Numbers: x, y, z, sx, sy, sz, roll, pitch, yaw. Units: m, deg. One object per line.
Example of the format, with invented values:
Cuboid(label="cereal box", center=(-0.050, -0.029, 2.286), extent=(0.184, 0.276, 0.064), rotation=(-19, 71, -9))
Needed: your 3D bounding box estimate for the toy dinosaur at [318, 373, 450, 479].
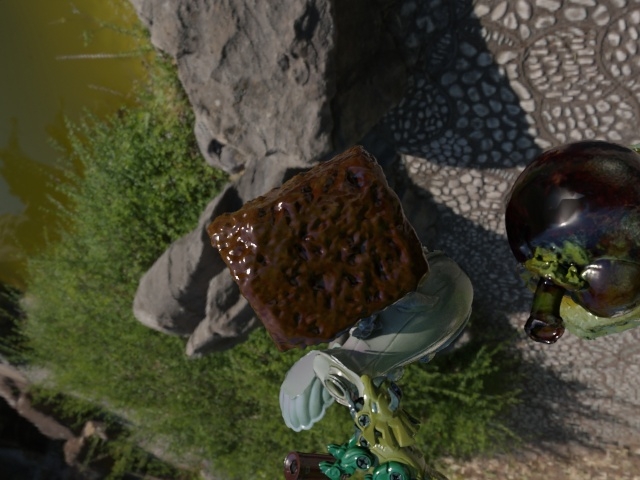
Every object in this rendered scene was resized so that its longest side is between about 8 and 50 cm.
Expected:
Cuboid(label="toy dinosaur", center=(0.111, 0.323, 0.848), extent=(0.153, 0.094, 0.259), rotation=(-44, 84, 15))

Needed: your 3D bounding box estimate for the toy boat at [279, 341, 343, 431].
Cuboid(label="toy boat", center=(-0.031, 0.425, 1.765), extent=(0.100, 0.290, 0.199), rotation=(42, 177, -35))

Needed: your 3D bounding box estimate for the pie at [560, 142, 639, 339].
Cuboid(label="pie", center=(0.646, -0.002, 1.227), extent=(0.180, 0.418, 0.395), rotation=(34, 140, -27))

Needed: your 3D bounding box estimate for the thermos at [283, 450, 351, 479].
Cuboid(label="thermos", center=(0.009, 0.718, 1.857), extent=(0.232, 0.099, 0.124), rotation=(17, 162, -28))

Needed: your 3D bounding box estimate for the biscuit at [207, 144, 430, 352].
Cuboid(label="biscuit", center=(0.010, 0.024, 1.255), extent=(0.343, 0.395, 0.166), rotation=(61, 173, -17))

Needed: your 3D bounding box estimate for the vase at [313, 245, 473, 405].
Cuboid(label="vase", center=(0.185, 0.224, 1.479), extent=(0.250, 0.445, 0.250), rotation=(35, 148, 26))

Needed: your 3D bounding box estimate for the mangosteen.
Cuboid(label="mangosteen", center=(0.340, 0.003, 0.787), extent=(0.231, 0.289, 0.231), rotation=(34, 151, 22))
